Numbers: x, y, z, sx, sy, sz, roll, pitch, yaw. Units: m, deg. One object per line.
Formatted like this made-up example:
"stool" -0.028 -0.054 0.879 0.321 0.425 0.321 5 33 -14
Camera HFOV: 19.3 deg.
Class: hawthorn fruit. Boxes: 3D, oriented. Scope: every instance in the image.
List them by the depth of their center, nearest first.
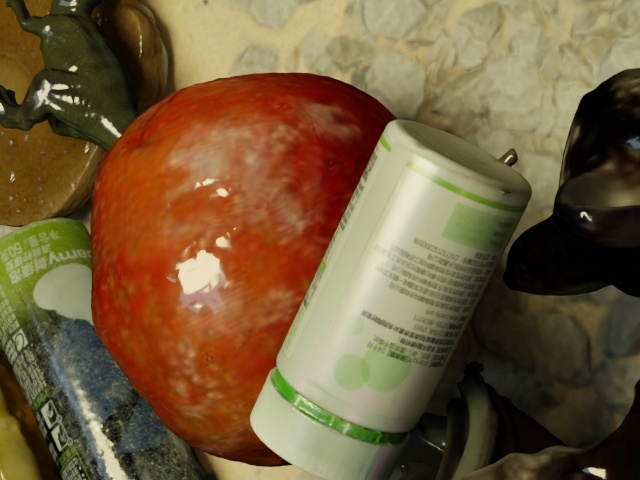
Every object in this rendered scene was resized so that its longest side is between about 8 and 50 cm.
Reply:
"hawthorn fruit" 0.000 0.000 1.134 0.272 0.242 0.241 -30 72 22

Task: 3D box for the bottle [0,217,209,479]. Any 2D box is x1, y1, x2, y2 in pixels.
"bottle" -0.141 0.143 1.313 0.093 0.093 0.330 -40 67 30

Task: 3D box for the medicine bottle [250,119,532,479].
"medicine bottle" 0.037 0.034 1.001 0.086 0.086 0.183 35 108 32

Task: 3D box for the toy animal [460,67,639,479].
"toy animal" 0.189 0.044 0.921 0.194 0.303 0.344 134 133 -79

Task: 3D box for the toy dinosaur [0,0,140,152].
"toy dinosaur" -0.134 -0.130 1.262 0.179 0.087 0.187 -12 82 34

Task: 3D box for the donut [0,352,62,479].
"donut" -0.351 0.243 1.405 0.449 0.198 0.448 -1 88 37

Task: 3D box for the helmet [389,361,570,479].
"helmet" 0.077 0.219 1.082 0.177 0.225 0.305 33 149 -2

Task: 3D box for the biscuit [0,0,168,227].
"biscuit" -0.200 -0.109 1.385 0.181 0.049 0.208 46 114 28
